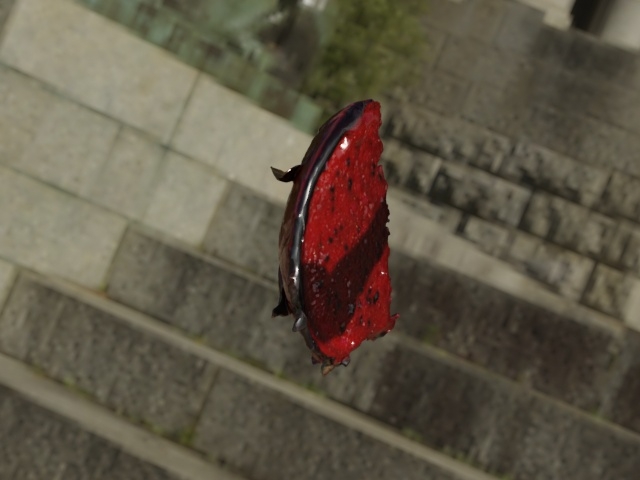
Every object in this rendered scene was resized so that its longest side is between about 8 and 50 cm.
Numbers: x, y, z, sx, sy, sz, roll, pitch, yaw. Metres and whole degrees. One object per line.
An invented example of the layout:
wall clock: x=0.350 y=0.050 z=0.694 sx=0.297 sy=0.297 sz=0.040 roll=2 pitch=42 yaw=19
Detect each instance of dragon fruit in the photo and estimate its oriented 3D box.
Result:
dragon fruit: x=0.000 y=0.000 z=2.085 sx=0.100 sy=0.344 sz=0.282 roll=6 pitch=19 yaw=24
